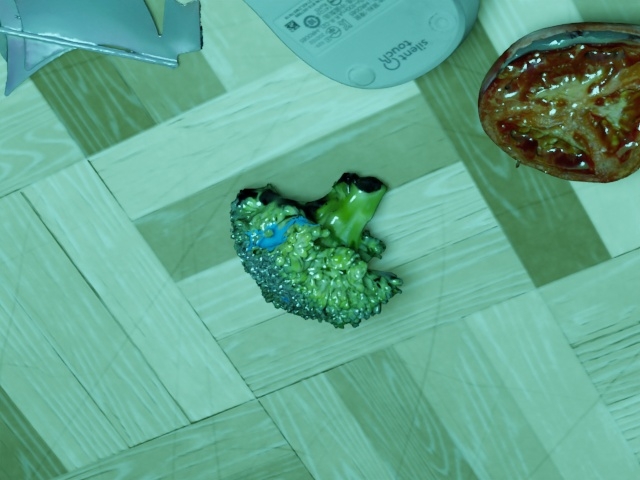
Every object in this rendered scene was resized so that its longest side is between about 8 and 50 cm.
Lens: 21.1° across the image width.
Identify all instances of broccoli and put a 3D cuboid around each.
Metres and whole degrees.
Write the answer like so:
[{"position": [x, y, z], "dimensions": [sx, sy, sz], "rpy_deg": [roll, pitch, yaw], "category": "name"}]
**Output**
[{"position": [0.000, 0.000, 1.669], "dimensions": [0.154, 0.167, 0.160], "rpy_deg": [27, 97, -47], "category": "broccoli"}]

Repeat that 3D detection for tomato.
[{"position": [0.234, -0.143, 1.559], "dimensions": [0.174, 0.082, 0.166], "rpy_deg": [15, 128, -8], "category": "tomato"}]

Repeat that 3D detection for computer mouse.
[{"position": [0.001, -0.260, 1.495], "dimensions": [0.297, 0.121, 0.184], "rpy_deg": [32, 129, -29], "category": "computer mouse"}]

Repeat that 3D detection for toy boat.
[{"position": [-0.277, -0.234, 1.579], "dimensions": [0.318, 0.072, 0.219], "rpy_deg": [-6, 125, 7], "category": "toy boat"}]
